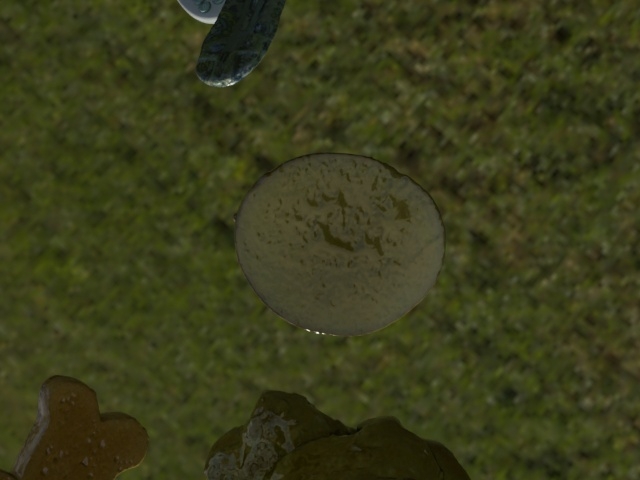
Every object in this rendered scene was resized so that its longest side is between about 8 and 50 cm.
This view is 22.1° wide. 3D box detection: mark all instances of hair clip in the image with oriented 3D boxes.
[{"bbox_3d":[-0.048,-0.218,1.309,0.066,0.229,0.036,-3,154,40],"label":"hair clip"}]

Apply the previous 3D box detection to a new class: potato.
[{"bbox_3d":[0.000,0.000,1.610,0.158,0.203,0.178,-170,71,-72],"label":"potato"}]

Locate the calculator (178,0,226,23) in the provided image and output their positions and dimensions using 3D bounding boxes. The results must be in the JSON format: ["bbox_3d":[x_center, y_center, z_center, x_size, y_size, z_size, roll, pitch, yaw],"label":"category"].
[{"bbox_3d":[-0.097,-0.257,1.461,0.021,0.095,0.153,40,-157,-52],"label":"calculator"}]

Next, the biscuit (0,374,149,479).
[{"bbox_3d":[-0.264,0.243,1.516,0.035,0.240,0.158,12,152,48],"label":"biscuit"}]

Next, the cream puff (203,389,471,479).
[{"bbox_3d":[0.028,0.285,1.821,0.323,0.274,0.270,58,-169,-66],"label":"cream puff"}]
